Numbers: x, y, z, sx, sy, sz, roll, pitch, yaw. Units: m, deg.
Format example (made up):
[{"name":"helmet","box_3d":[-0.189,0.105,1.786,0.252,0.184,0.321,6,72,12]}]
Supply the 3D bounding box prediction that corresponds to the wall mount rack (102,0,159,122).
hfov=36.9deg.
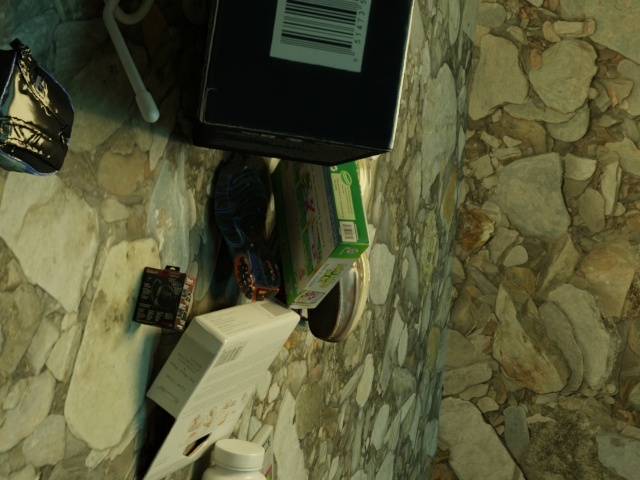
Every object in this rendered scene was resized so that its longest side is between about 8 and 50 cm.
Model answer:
[{"name":"wall mount rack","box_3d":[-0.211,-0.308,0.970,0.350,0.130,0.304,61,41,-60]}]

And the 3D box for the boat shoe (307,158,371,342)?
[{"name":"boat shoe","box_3d":[0.000,0.000,1.677,0.130,0.132,0.355,6,83,-43]}]

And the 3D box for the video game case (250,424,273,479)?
[{"name":"video game case","box_3d":[-0.131,0.459,1.722,0.201,0.023,0.183,-48,142,-61]}]

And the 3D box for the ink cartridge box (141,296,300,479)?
[{"name":"ink cartridge box","box_3d":[-0.166,0.220,1.446,0.261,0.066,0.296,-58,165,12]}]

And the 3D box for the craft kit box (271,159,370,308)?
[{"name":"craft kit box","box_3d":[-0.008,-0.053,1.495,0.246,0.061,0.250,132,-44,-56]}]

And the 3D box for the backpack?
[{"name":"backpack","box_3d":[-0.289,-0.117,0.896,0.114,0.084,0.105,44,55,-63]}]

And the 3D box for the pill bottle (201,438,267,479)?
[{"name":"pill bottle","box_3d":[-0.142,0.421,1.527,0.108,0.108,0.193,0,100,-71]}]

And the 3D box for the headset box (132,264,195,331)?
[{"name":"headset box","box_3d":[-0.205,0.073,1.266,0.032,0.062,0.083,43,57,-69]}]

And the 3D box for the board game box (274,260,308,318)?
[{"name":"board game box","box_3d":[-0.008,-0.022,1.836,0.208,0.056,0.346,29,71,-66]}]

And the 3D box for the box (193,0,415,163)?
[{"name":"box","box_3d":[-0.031,-0.254,1.173,0.395,0.212,0.293,-170,-92,-82]}]

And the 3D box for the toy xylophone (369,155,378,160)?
[{"name":"toy xylophone","box_3d":[0.100,-0.340,1.956,0.236,0.081,0.322,-59,151,-50]}]

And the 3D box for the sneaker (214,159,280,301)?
[{"name":"sneaker","box_3d":[-0.120,-0.017,1.474,0.087,0.083,0.221,-133,-146,-68]}]
